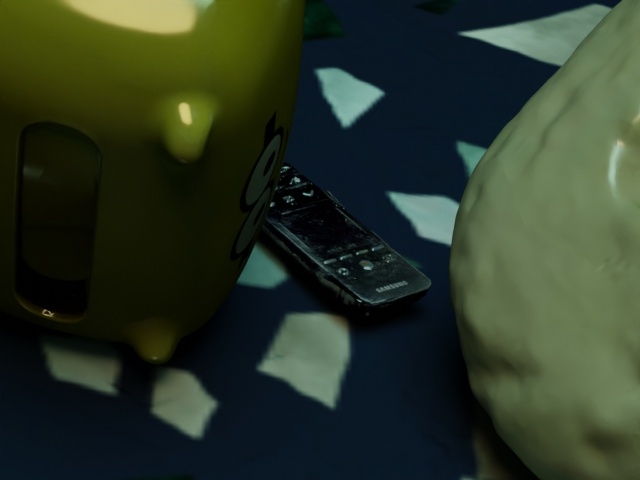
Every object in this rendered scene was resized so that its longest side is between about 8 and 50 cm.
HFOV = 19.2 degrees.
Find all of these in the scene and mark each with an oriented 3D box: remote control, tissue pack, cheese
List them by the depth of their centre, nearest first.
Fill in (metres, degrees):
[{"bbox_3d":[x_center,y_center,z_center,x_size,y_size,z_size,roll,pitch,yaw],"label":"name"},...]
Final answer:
[{"bbox_3d":[-0.070,-0.047,0.618,0.123,0.178,0.127,11,52,-3],"label":"tissue pack"},{"bbox_3d":[0.159,-0.021,0.638,0.248,0.251,0.173,-27,49,-24],"label":"cheese"},{"bbox_3d":[0.000,0.000,0.719,0.039,0.014,0.096,-15,42,-36],"label":"remote control"}]
